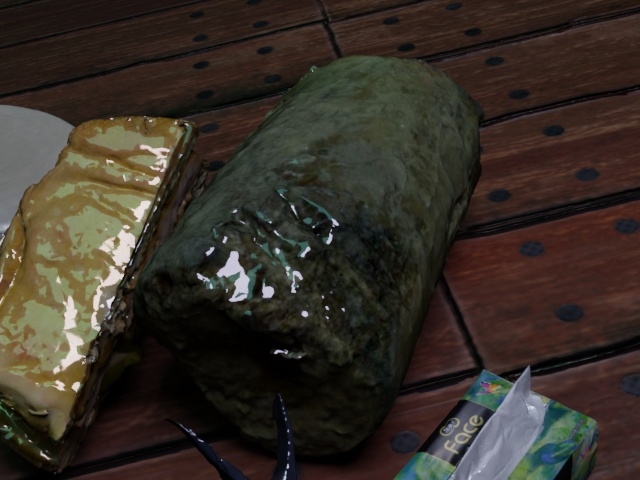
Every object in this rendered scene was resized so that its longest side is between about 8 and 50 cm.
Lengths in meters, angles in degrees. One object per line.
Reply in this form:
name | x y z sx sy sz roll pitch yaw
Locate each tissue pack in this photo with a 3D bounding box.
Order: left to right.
tissue pack | 0.106 0.136 0.545 0.085 0.079 0.111 22 48 35

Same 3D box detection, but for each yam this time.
yam | 0.000 0.000 0.663 0.195 0.195 0.300 6 39 22

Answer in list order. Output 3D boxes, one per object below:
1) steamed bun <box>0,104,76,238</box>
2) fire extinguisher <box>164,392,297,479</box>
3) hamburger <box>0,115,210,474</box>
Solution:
steamed bun | -0.294 -0.010 0.792 0.231 0.145 0.232 4 38 -3
fire extinguisher | -0.123 0.216 0.468 0.344 0.102 0.138 -38 87 -29
hamburger | -0.178 0.031 0.662 0.130 0.124 0.262 18 70 6
